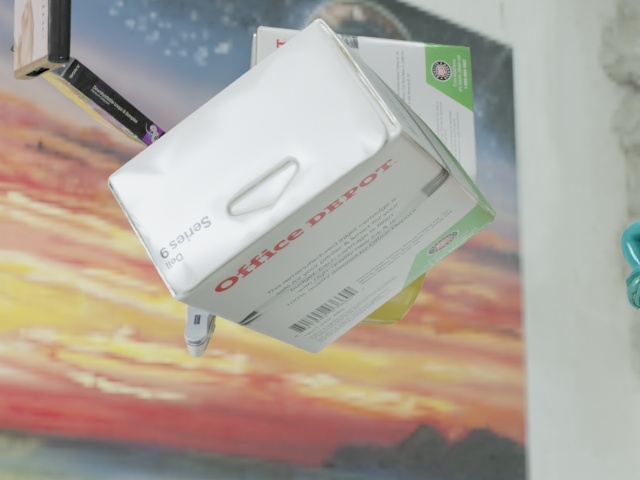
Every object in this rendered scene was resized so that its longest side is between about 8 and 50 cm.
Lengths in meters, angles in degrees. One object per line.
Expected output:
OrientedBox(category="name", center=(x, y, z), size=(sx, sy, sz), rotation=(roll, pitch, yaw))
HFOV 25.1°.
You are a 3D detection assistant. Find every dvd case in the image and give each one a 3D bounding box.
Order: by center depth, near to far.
OrientedBox(category="dvd case", center=(-0.255, -0.243, 1.314), size=(0.022, 0.180, 0.253), rotation=(1, 2, -19))

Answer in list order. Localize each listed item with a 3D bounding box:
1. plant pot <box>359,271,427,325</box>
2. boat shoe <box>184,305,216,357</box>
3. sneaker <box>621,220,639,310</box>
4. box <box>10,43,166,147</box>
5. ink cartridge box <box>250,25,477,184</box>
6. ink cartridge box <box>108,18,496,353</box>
OrientedBox(category="plant pot", center=(0.000, 0.000, 1.802), size=(0.239, 0.254, 0.254), rotation=(18, -22, -20))
OrientedBox(category="boat shoe", center=(-0.138, 0.099, 1.669), size=(0.035, 0.100, 0.035), rotation=(0, -57, 3))
OrientedBox(category="sneaker", center=(0.312, 0.057, 1.214), size=(0.110, 0.107, 0.275), rotation=(13, 21, -2))
OrientedBox(category="box", center=(-0.259, -0.165, 1.606), size=(0.116, 0.029, 0.162), rotation=(27, -11, 45))
OrientedBox(category="ink cartridge box", center=(0.036, -0.114, 1.417), size=(0.219, 0.160, 0.092), rotation=(5, -30, -7))
OrientedBox(category="ink cartridge box", center=(-0.004, -0.032, 1.160), size=(0.211, 0.121, 0.289), rotation=(-37, -22, 9))
